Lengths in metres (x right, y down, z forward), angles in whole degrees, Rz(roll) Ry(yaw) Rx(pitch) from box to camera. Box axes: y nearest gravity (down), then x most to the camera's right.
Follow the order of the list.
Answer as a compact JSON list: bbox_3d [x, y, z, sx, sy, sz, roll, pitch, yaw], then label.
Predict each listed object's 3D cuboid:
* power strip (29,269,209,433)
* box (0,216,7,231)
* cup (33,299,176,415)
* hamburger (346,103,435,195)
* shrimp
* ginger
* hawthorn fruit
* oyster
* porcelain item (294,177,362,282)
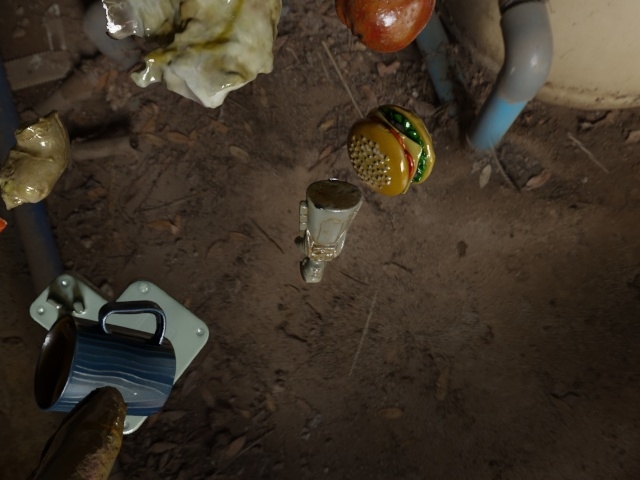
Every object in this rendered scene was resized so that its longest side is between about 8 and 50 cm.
[{"bbox_3d":[-0.347,0.160,0.958,0.261,0.141,0.229,42,77,-14],"label":"power strip"},{"bbox_3d":[-0.693,-0.007,0.784,0.318,0.257,0.349,25,72,43],"label":"box"},{"bbox_3d":[-0.257,0.153,0.724,0.150,0.138,0.113,-40,48,29],"label":"cup"},{"bbox_3d":[0.122,-0.156,1.013,0.115,0.162,0.162,-34,76,-24],"label":"hamburger"},{"bbox_3d":[-0.221,0.232,0.469,0.066,0.262,0.117,36,119,-14],"label":"shrimp"},{"bbox_3d":[-0.707,-0.199,1.433,0.138,0.152,0.267,18,94,29],"label":"ginger"},{"bbox_3d":[0.133,-0.447,1.057,0.200,0.179,0.179,-41,77,7],"label":"hawthorn fruit"},{"bbox_3d":[-0.121,-0.251,0.360,0.271,0.100,0.275,25,66,-28],"label":"oyster"},{"bbox_3d":[0.000,0.000,0.829,0.084,0.213,0.054,3,56,-10],"label":"porcelain item"}]
